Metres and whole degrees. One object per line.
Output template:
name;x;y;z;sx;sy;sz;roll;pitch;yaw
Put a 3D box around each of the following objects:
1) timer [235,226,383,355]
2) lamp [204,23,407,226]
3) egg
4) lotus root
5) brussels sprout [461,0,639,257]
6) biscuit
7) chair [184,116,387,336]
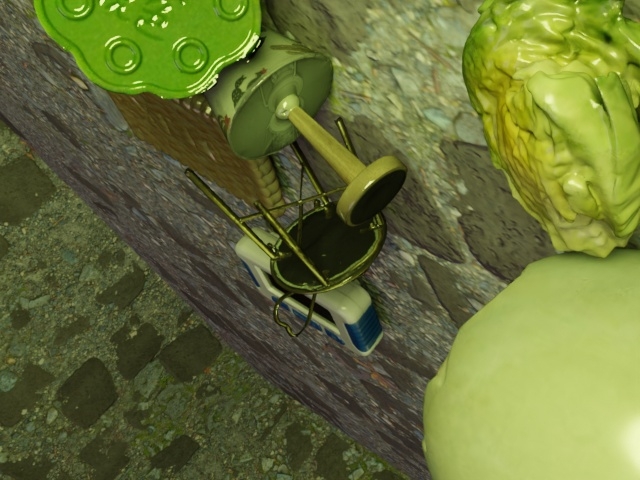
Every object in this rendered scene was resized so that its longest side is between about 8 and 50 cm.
timer;-0.013;0.078;1.285;0.253;0.078;0.178;30;160;28
lamp;-0.022;-0.107;0.702;0.214;0.121;0.121;48;167;19
egg;0.248;0.156;0.529;0.336;0.278;0.278;30;162;32
lotus root;-0.146;-0.219;0.659;0.186;0.186;0.186;37;164;12
brussels sprout;0.150;-0.072;0.470;0.181;0.100;0.139;50;171;-37
biscuit;-0.187;-0.160;1.086;0.325;0.044;0.217;31;161;29
chair;0.000;0.000;0.908;0.170;0.160;0.325;26;155;44
